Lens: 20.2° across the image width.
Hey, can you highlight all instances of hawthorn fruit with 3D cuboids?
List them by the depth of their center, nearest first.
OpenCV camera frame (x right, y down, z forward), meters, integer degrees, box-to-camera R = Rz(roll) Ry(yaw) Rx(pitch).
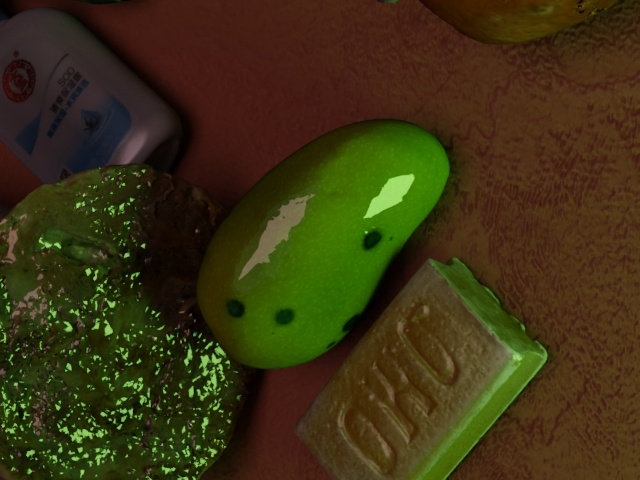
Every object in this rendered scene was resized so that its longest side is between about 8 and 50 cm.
[{"bbox_3d":[0.158,-0.267,1.604,0.299,0.211,0.211,-29,75,42],"label":"hawthorn fruit"}]

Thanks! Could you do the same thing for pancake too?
[{"bbox_3d":[-0.206,0.095,1.778,0.065,0.356,0.356,-164,79,-65],"label":"pancake"}]

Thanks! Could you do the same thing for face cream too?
[{"bbox_3d":[-0.295,-0.165,1.952,0.337,0.080,0.163,44,109,24],"label":"face cream"}]

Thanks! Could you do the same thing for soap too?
[{"bbox_3d":[0.092,0.144,1.718,0.140,0.073,0.232,49,115,26],"label":"soap"}]

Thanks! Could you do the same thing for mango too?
[{"bbox_3d":[0.000,0.000,1.726,0.293,0.175,0.143,-47,34,13],"label":"mango"}]

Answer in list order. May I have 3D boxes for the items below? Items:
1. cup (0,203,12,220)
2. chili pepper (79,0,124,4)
[{"bbox_3d":[-0.416,0.064,1.919,0.371,0.253,0.253,20,102,41],"label":"cup"},{"bbox_3d":[-0.338,-0.313,1.935,0.270,0.099,0.136,-3,96,14],"label":"chili pepper"}]
